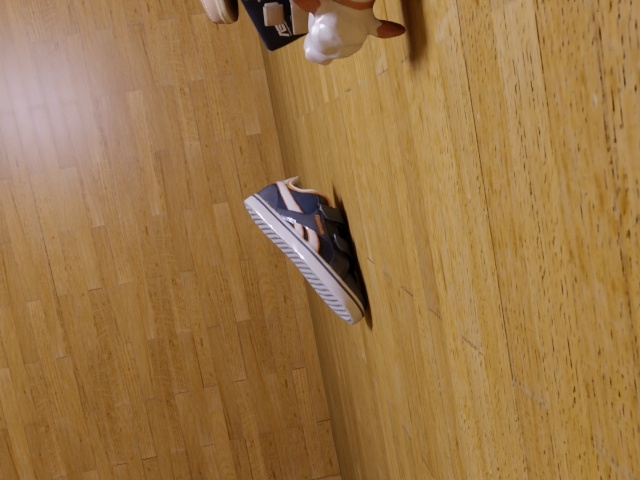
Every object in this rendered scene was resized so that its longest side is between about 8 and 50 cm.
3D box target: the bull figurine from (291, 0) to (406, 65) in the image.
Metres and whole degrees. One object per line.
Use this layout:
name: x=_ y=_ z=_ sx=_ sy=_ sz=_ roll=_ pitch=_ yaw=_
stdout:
bull figurine: x=0.003 y=-0.305 z=0.602 sx=0.188 sy=0.101 sz=0.310 roll=-104 pitch=5 yaw=-52

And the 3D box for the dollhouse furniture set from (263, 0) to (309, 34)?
dollhouse furniture set: x=-0.101 y=-0.378 z=1.166 sx=0.161 sy=0.182 sz=0.101 roll=85 pitch=172 yaw=-48

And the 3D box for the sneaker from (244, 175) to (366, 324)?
sneaker: x=0.000 y=0.000 z=1.319 sx=0.321 sy=0.127 sz=0.126 roll=48 pitch=167 yaw=27

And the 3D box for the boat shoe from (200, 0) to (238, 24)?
boat shoe: x=-0.244 y=-0.516 z=1.287 sx=0.341 sy=0.110 sz=0.121 roll=66 pitch=-172 yaw=5

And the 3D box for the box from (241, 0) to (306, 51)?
box: x=-0.156 y=-0.567 z=1.271 sx=0.395 sy=0.097 sz=0.318 roll=57 pitch=-167 yaw=-45
